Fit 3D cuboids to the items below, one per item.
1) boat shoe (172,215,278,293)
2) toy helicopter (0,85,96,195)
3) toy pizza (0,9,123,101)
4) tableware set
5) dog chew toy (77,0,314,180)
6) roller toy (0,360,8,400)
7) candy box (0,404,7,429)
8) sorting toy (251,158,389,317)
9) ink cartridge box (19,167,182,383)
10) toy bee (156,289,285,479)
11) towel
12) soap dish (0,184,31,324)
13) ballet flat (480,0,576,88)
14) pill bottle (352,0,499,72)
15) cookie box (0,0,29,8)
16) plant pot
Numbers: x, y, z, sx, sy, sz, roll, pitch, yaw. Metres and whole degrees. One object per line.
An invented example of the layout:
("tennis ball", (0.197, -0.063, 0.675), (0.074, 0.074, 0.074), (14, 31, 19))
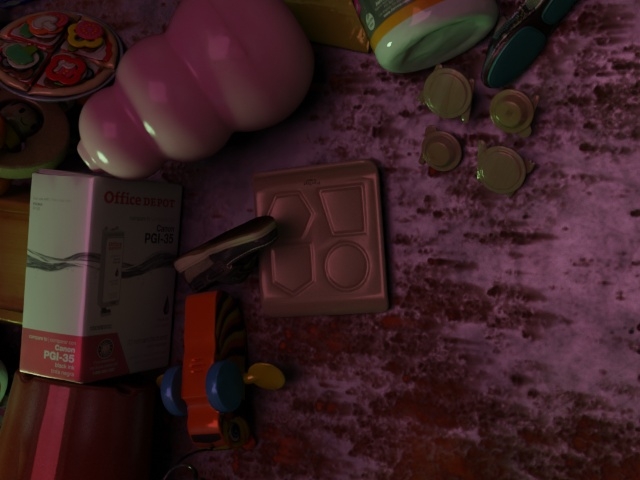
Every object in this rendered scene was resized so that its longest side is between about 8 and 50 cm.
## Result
("boat shoe", (-0.124, 0.025, 1.236), (0.224, 0.080, 0.073), (-21, 101, 47))
("toy helicopter", (-0.496, -0.248, 1.383), (0.355, 0.235, 0.140), (59, 154, 22))
("toy pizza", (-0.403, -0.289, 1.340), (0.201, 0.201, 0.032), (41, 149, 20))
("tableware set", (0.194, -0.137, 1.106), (0.169, 0.020, 0.141), (21, 121, 20))
("dog chew toy", (-0.174, -0.199, 1.173), (0.332, 0.206, 0.206), (-35, 74, 0))
("roller toy", (-0.615, 0.239, 1.424), (0.146, 0.191, 0.209), (38, 105, 20))
("candy box", (-0.492, 0.343, 1.361), (0.070, 0.196, 0.164), (15, 96, 26))
("sorting toy", (0.000, 0.000, 1.218), (0.193, 0.038, 0.208), (-5, 92, 26))
("ink cartridge box", (-0.312, 0.046, 1.269), (0.117, 0.207, 0.283), (6, 92, 26))
("toy bee", (-0.154, 0.230, 1.243), (0.195, 0.162, 0.298), (13, 71, 34))
("towel", (-0.025, -0.333, 1.239), (0.237, 0.021, 0.102), (17, 103, 24))
("soap dish", (-0.475, 0.029, 1.399), (0.291, 0.118, 0.228), (7, 93, 27))
("ballet flat", (0.257, -0.272, 1.085), (0.070, 0.070, 0.188), (47, 107, 18))
("pill bottle", (0.099, -0.365, 1.099), (0.162, 0.162, 0.278), (-26, 78, 23))
("cookie box", (-0.508, -0.449, 1.459), (0.092, 0.040, 0.107), (-8, 86, 27))
("plant pot", (-0.355, 0.325, 1.271), (0.272, 0.272, 0.265), (7, 86, 26))
